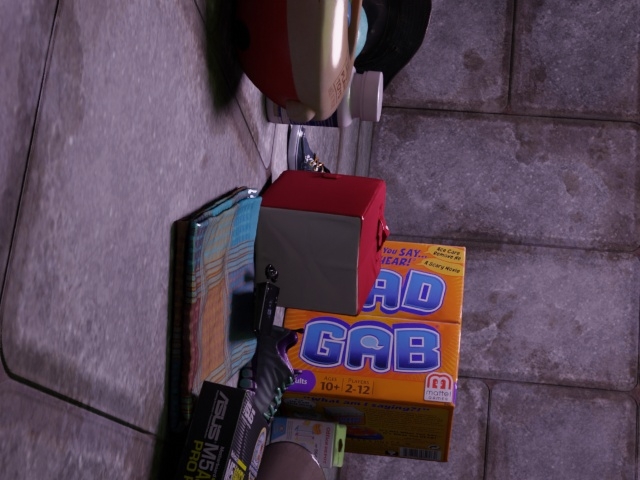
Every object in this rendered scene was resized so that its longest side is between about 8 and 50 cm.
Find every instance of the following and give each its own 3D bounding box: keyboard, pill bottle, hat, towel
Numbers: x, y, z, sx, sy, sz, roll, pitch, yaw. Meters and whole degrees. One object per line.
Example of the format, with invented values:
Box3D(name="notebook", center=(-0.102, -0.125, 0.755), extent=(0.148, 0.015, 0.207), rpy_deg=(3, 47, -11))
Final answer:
Box3D(name="keyboard", center=(-0.083, 0.090, 1.609), extent=(0.180, 0.023, 0.108), rpy_deg=(64, 36, -84))
Box3D(name="pill bottle", center=(0.008, -0.247, 1.795), extent=(0.112, 0.186, 0.112), rpy_deg=(5, 90, -83))
Box3D(name="hat", center=(0.056, -0.446, 2.106), extent=(0.134, 0.331, 0.331), rpy_deg=(0, 96, -42))
Box3D(name="towel", center=(-0.135, 0.078, 1.440), extent=(0.370, 0.040, 0.272), rpy_deg=(-47, 141, -79))

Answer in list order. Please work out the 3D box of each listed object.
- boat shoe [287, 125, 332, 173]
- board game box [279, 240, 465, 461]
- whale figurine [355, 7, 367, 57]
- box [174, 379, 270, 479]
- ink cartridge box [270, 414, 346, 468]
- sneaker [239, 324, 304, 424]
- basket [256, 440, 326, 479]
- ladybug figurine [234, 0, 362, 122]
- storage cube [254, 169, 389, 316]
Box3D(name="boat shoe", center=(-0.018, -0.145, 2.074), extent=(0.065, 0.083, 0.183), rpy_deg=(-76, 168, -54))
Box3D(name="board game box", center=(0.116, 0.236, 2.286), extent=(0.356, 0.356, 0.356), rpy_deg=(83, 14, -61))
Box3D(name="whale figurine", center=(0.016, -0.350, 1.983), extent=(0.272, 0.141, 0.216), rpy_deg=(89, 9, -50))
Box3D(name="box", center=(-0.133, 0.316, 1.378), extent=(0.270, 0.060, 0.216), rpy_deg=(82, 23, -69))
Box3D(name="ink cartridge box", center=(-0.023, 0.402, 2.129), extent=(0.090, 0.143, 0.092), rpy_deg=(52, 42, -80))
Box3D(name="sneaker", center=(-0.081, 0.245, 1.737), extent=(0.083, 0.098, 0.224), rpy_deg=(59, 35, -78))
Box3D(name="basket", center=(-0.086, 0.444, 1.652), extent=(0.227, 0.154, 0.204), rpy_deg=(-34, 137, -76))
Box3D(name="ladybug figurine", center=(-0.027, -0.377, 1.526), extent=(0.305, 0.161, 0.449), rpy_deg=(80, 16, -66))
Box3D(name="storage cube", center=(0.000, 0.000, 1.812), extent=(0.193, 0.215, 0.184), rpy_deg=(-56, 151, -64))
